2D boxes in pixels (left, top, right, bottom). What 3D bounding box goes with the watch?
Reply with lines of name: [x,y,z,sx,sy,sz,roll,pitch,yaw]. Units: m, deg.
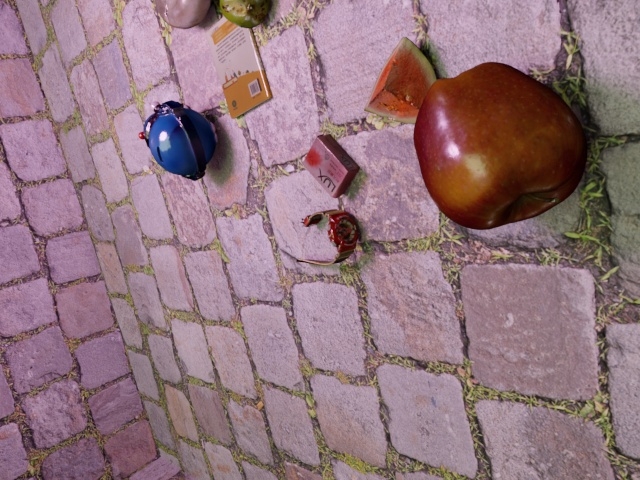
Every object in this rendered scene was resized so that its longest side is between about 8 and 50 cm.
watch: [0.003,-0.006,1.399,0.268,0.102,0.165,-4,96,54]

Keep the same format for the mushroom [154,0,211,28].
mushroom: [-0.468,-0.790,1.433,0.243,0.243,0.244,18,118,38]

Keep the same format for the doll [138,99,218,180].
doll: [-0.503,-0.361,1.639,0.309,0.240,0.284,28,139,40]

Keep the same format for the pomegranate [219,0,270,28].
pomegranate: [-0.232,-0.698,1.312,0.143,0.122,0.169,-44,71,32]

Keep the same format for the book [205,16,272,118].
book: [-0.267,-0.565,1.473,0.207,0.020,0.296,-10,99,45]

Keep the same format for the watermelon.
watermelon: [0.202,-0.344,1.067,0.145,0.137,0.193,24,130,-7]

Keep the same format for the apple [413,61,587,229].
apple: [0.329,-0.172,0.882,0.288,0.288,0.317,-52,57,42]

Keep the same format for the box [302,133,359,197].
box: [0.027,-0.212,1.306,0.156,0.060,0.111,50,135,18]
